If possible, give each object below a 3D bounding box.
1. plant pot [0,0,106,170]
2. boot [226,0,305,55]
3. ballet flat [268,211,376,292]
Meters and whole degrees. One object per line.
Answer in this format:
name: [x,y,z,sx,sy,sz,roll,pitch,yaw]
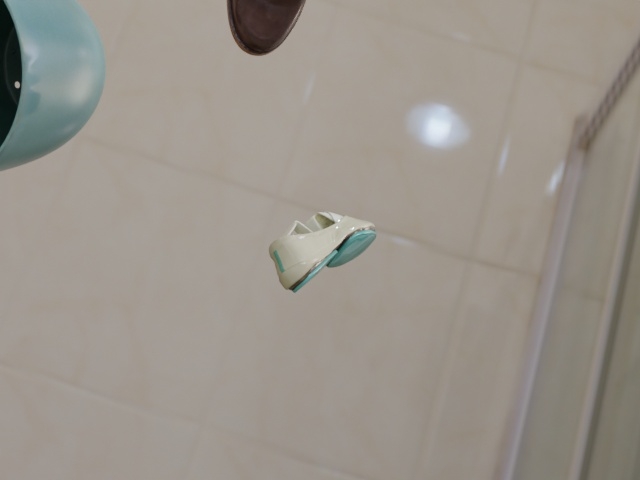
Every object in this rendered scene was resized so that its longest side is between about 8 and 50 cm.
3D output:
plant pot: [-0.423,-0.228,2.110,0.293,0.293,0.235,-3,5,32]
boot: [-0.021,-0.308,1.616,0.090,0.248,0.207,18,1,-14]
ballet flat: [0.000,0.000,2.165,0.086,0.086,0.248,5,14,22]
